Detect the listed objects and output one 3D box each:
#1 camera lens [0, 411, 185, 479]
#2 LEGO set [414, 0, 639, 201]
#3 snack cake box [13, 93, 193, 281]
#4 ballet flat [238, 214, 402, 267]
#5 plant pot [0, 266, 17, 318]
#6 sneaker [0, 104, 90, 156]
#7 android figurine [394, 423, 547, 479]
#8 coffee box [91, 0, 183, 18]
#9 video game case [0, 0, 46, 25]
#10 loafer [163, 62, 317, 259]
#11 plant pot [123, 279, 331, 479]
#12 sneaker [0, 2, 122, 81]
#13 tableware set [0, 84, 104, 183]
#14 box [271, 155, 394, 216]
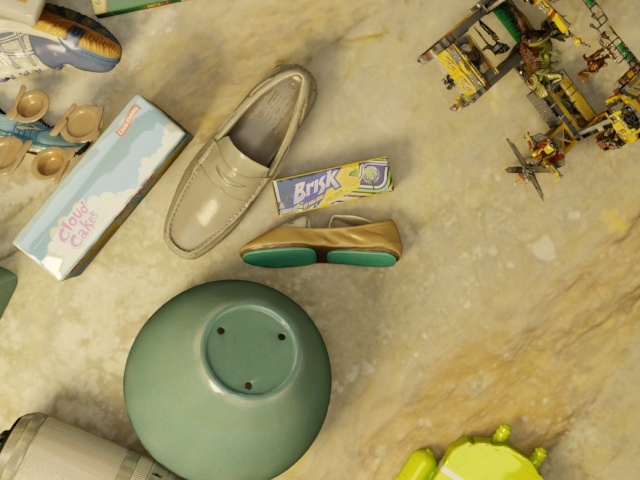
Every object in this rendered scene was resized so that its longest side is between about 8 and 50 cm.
[{"bbox_3d":[-0.335,0.376,1.871,0.274,0.219,0.219,22,92,-2],"label":"camera lens"},{"bbox_3d":[0.285,-0.215,1.836,0.192,0.255,0.331,-42,105,-26],"label":"LEGO set"},{"bbox_3d":[-0.296,-0.073,1.884,0.089,0.152,0.264,40,92,-3],"label":"snack cake box"},{"bbox_3d":[0.000,0.000,1.944,0.232,0.080,0.073,2,65,-4],"label":"ballet flat"},{"bbox_3d":[-0.592,0.114,1.838,0.248,0.252,0.247,26,91,-3],"label":"plant pot"},{"bbox_3d":[-0.405,-0.159,1.924,0.162,0.063,0.073,12,89,-2],"label":"sneaker"},{"bbox_3d":[0.221,0.396,1.964,0.248,0.056,0.272,31,94,-1],"label":"android figurine"},{"bbox_3d":[-0.241,-0.387,1.926,0.184,0.040,0.113,-10,93,-1],"label":"coffee box"},{"bbox_3d":[-0.475,-0.486,1.866,0.300,0.036,0.329,19,72,-1],"label":"video game case"},{"bbox_3d":[-0.117,-0.113,1.906,0.112,0.111,0.319,32,92,-2],"label":"loafer"},{"bbox_3d":[-0.110,0.173,1.826,0.290,0.195,0.290,5,70,-12],"label":"plant pot"},{"bbox_3d":[-0.428,-0.271,1.911,0.297,0.112,0.131,16,110,0],"label":"sneaker"},{"bbox_3d":[-0.383,-0.141,1.866,0.169,0.020,0.141,13,65,22],"label":"tableware set"},{"bbox_3d":[0.017,-0.077,1.936,0.169,0.059,0.054,-13,92,-1],"label":"box"}]
